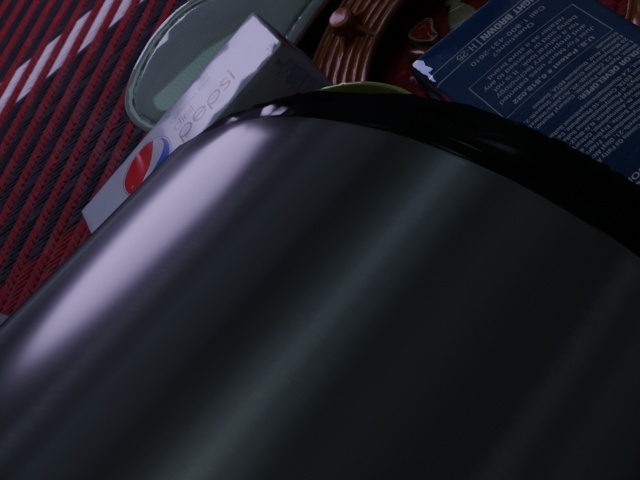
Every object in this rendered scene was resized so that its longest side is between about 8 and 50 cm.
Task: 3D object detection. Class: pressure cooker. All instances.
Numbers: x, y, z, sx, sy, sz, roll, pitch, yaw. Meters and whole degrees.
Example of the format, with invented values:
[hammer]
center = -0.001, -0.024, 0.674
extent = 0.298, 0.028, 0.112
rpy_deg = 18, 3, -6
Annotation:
[pressure cooker]
center = -0.028, 0.199, 0.524
extent = 0.420, 0.370, 0.375
rpy_deg = -48, 4, -31

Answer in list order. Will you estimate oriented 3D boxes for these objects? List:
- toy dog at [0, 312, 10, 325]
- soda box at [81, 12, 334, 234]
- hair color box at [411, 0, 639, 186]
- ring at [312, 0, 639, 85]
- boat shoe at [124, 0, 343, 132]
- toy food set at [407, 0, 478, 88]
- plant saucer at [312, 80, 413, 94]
[toy dog]
center = -0.209, 0.177, 0.938
extent = 0.220, 0.161, 0.333
rpy_deg = -21, 26, 26
[soda box]
center = -0.089, -0.069, 1.086
extent = 0.216, 0.069, 0.074
rpy_deg = -48, 36, 8
[hair color box]
center = 0.196, -0.002, 0.734
extent = 0.105, 0.174, 0.347
rpy_deg = -39, 37, 0
[ring]
center = 0.124, -0.159, 1.036
extent = 0.337, 0.032, 0.336
rpy_deg = -20, 49, 25
[boat shoe]
center = -0.039, -0.187, 1.191
extent = 0.302, 0.091, 0.114
rpy_deg = -43, 65, -8
[toy food set]
center = 0.100, -0.153, 1.095
extent = 0.078, 0.019, 0.122
rpy_deg = -34, 38, 6
[plant saucer]
center = 0.000, 0.000, 0.974
extent = 0.241, 0.037, 0.241
rpy_deg = -19, 54, 28
